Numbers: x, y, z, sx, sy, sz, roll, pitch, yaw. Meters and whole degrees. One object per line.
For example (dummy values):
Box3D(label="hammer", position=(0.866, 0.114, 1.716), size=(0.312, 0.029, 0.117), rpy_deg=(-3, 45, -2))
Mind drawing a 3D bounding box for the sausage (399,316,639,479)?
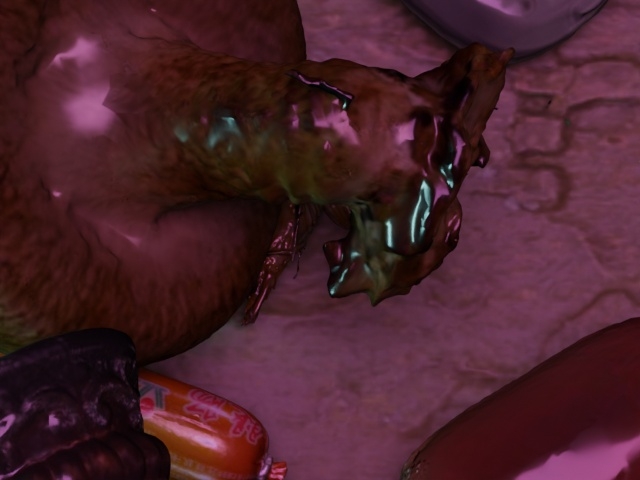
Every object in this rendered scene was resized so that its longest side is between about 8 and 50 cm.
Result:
Box3D(label="sausage", position=(0.180, 0.153, 1.283), size=(0.280, 0.152, 0.152), rpy_deg=(-28, 80, -8))

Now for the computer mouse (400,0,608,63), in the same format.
Box3D(label="computer mouse", position=(0.086, -0.283, 1.403), size=(0.197, 0.095, 0.331), rpy_deg=(-39, 90, -8))

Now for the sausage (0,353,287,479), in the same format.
Box3D(label="sausage", position=(-0.133, 0.120, 1.317), size=(0.234, 0.071, 0.071), rpy_deg=(19, 78, 2))

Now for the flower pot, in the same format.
Box3D(label="flower pot", position=(-0.136, 0.209, 1.110), size=(0.266, 0.266, 0.267), rpy_deg=(-29, 78, -8))

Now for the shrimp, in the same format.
Box3D(label="shrimp", position=(-0.002, 0.002, 1.370), size=(0.095, 0.045, 0.162), rpy_deg=(32, 73, -16))

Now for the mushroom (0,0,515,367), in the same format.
Box3D(label="mushroom", position=(-0.119, -0.063, 1.236), size=(0.334, 0.356, 0.331), rpy_deg=(19, 103, -37))
